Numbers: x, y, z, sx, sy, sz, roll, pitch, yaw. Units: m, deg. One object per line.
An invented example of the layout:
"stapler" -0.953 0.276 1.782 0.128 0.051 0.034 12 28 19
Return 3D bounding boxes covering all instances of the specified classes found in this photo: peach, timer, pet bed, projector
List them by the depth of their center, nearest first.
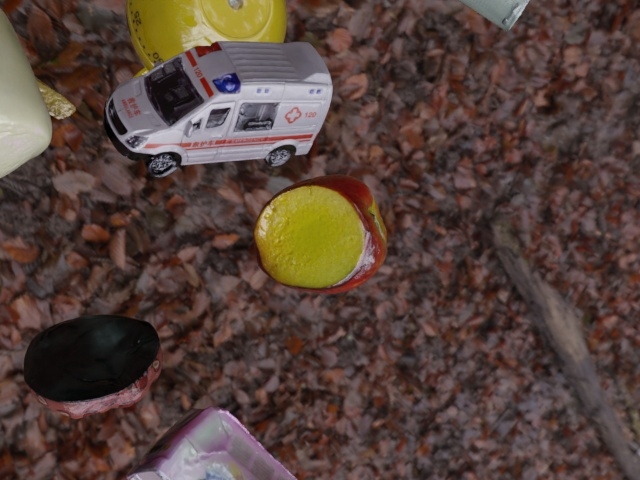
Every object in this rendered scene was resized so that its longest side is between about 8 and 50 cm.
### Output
"pet bed" -0.323 0.173 1.004 0.201 0.201 0.054 -18 125 -25
"projector" 0.248 -0.531 1.335 0.108 0.337 0.108 -55 175 -7
"peach" 0.000 0.000 1.470 0.274 0.249 0.245 -10 152 13
"timer" -0.262 -0.471 1.512 0.376 0.387 0.376 0 90 -30

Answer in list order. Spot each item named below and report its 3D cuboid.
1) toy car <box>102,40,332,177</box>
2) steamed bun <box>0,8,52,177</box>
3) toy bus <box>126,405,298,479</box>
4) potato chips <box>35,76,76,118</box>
"toy car" -0.092 -0.130 0.656 0.209 0.089 0.108 -9 150 -34
"steamed bun" -0.412 -0.149 0.699 0.250 0.200 0.155 -17 165 -24
"toy bus" -0.073 0.300 0.760 0.274 0.090 0.112 47 48 -13
"potato chips" -0.663 -0.370 1.368 0.407 0.080 0.057 40 71 -21
